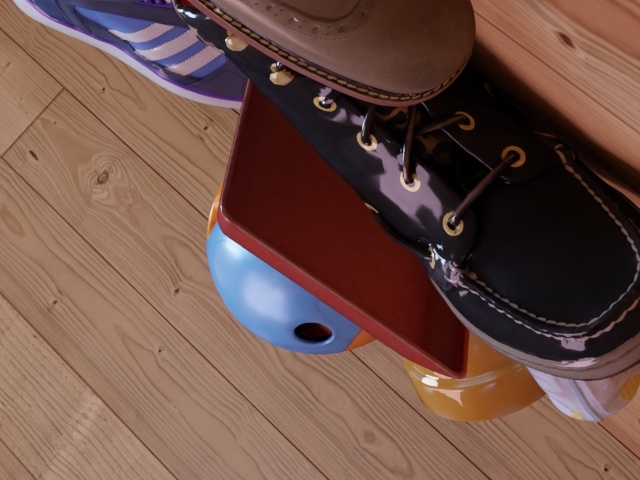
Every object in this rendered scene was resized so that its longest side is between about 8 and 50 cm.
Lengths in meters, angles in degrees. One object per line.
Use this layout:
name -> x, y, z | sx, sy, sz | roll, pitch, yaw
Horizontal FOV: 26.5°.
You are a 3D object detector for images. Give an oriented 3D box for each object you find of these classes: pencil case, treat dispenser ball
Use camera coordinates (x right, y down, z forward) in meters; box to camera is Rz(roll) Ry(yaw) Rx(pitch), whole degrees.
pencil case -> 0.243, 0.092, 1.376 | 0.273, 0.113, 0.124 | 43, -159, -55
treat dispenser ball -> 0.000, 0.000, 1.713 | 0.288, 0.288, 0.288 | 42, 179, 1

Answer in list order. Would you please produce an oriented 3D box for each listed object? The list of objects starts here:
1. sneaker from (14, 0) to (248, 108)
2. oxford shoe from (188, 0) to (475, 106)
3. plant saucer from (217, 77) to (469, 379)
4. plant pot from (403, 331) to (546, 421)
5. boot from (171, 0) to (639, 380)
sneaker -> -0.101, -0.221, 1.126 | 0.322, 0.130, 0.236 | 18, 162, -17
oxford shoe -> -0.040, -0.188, 0.636 | 0.348, 0.123, 0.130 | 42, 173, -21
plant saucer -> 0.023, -0.040, 1.110 | 0.259, 0.047, 0.258 | 36, -137, -28
plant pot -> 0.172, 0.073, 1.578 | 0.188, 0.205, 0.205 | 62, 169, -29
boot -> 0.055, -0.084, 0.883 | 0.284, 0.138, 0.377 | 43, -173, -40
